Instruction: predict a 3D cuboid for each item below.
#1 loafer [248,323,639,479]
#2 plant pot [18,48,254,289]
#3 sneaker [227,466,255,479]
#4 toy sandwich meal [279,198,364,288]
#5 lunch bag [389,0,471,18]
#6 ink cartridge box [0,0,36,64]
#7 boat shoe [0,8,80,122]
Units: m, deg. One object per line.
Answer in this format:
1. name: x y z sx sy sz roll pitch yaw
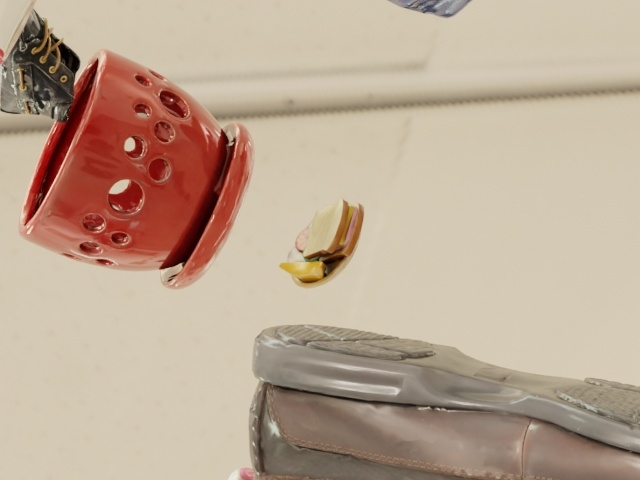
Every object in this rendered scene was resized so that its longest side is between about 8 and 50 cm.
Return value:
1. loafer: 0.103 0.112 0.896 0.109 0.303 0.095 -7 -73 -65
2. plant pot: -0.163 -0.059 1.717 0.174 0.191 0.191 23 -77 -14
3. sneaker: -0.038 0.218 1.057 0.075 0.170 0.063 -28 -17 26
4. toy sandwich meal: 0.000 0.000 1.467 0.029 0.085 0.085 34 -89 -32
5. lunch bag: 0.029 -0.118 0.608 0.065 0.098 0.067 14 -111 -21
6. ink cartridge box: -0.352 -0.155 1.373 0.172 0.100 0.237 40 -51 -23
7. boat shoe: -0.253 -0.174 1.660 0.183 0.083 0.065 108 172 -57
